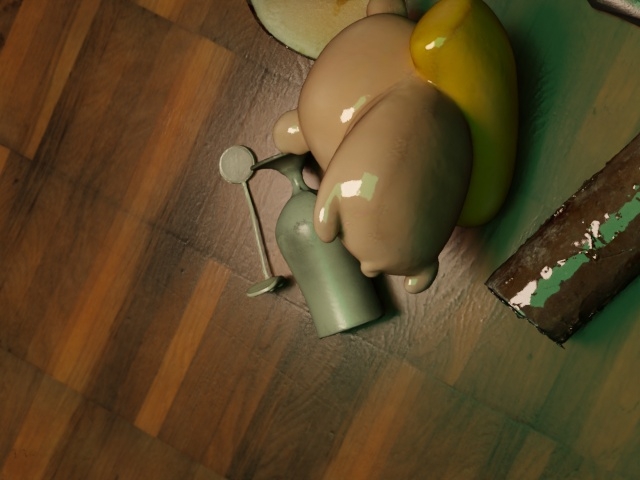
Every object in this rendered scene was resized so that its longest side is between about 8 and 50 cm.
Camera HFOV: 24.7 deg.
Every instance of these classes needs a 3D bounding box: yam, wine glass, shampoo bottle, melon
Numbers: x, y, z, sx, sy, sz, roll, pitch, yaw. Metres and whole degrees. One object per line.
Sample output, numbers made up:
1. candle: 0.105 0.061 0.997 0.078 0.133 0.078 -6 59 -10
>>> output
1. yam: 0.325 0.000 1.682 0.280 0.131 0.131 -45 79 13
2. wine glass: 0.000 0.000 1.794 0.103 0.103 0.231 -22 89 17
3. shampoo bottle: 0.347 -0.286 1.713 0.137 0.027 0.048 31 109 14
4. melon: -0.012 -0.268 1.816 0.182 0.054 0.098 9 89 17

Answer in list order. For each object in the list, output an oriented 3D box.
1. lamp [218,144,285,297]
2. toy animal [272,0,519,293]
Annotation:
1. lamp: -0.091 -0.026 1.849 0.050 0.056 0.198 -19 83 20
2. toy animal: 0.079 -0.111 1.695 0.247 0.277 0.345 15 70 32
